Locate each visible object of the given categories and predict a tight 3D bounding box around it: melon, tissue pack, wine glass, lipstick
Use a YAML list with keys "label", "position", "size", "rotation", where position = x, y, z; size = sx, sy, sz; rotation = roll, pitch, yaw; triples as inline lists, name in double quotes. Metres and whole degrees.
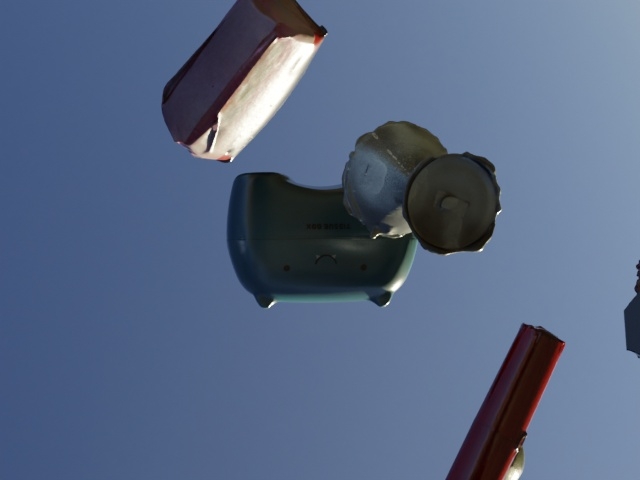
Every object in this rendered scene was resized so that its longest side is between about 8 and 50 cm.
- label: "melon"
  position: [0.269, 0.333, 1.877]
  size: [0.131, 0.098, 0.098]
  rotation: [74, -175, -49]
- label: "tissue pack"
  position: [0.000, 0.000, 1.840]
  size: [0.198, 0.287, 0.206]
  rotation: [171, 100, -83]
- label: "wine glass"
  position: [0.123, -0.059, 1.438]
  size: [0.156, 0.156, 0.232]
  rotation: [47, 177, -16]
- label: "lipstick"
  position: [0.233, 0.240, 1.564]
  size: [0.073, 0.280, 0.073]
  rotation: [25, -178, -1]

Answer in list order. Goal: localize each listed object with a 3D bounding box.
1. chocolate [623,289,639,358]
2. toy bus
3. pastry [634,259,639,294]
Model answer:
- label: "chocolate"
  position: [0.566, 0.147, 1.674]
  size: [0.177, 0.224, 0.206]
  rotation: [50, -151, -22]
- label: "toy bus"
  position: [-0.129, -0.258, 1.904]
  size: [0.147, 0.303, 0.127]
  rotation: [-1, -131, -55]
- label: "pastry"
  position: [0.653, 0.044, 2.165]
  size: [0.097, 0.208, 0.115]
  rotation: [-9, -112, -39]
